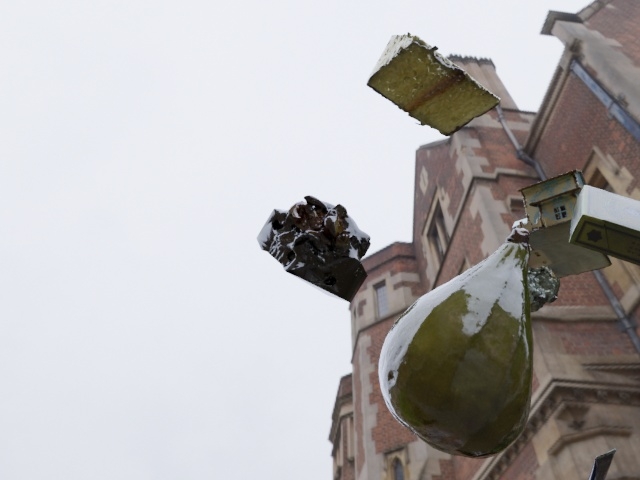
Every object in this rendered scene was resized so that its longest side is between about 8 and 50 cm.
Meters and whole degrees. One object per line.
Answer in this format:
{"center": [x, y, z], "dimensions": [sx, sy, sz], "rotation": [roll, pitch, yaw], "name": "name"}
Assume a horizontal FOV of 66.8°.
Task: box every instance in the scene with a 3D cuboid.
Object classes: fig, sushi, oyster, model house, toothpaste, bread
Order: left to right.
{"center": [0.000, 0.000, 1.254], "dimensions": [0.215, 0.227, 0.212], "rotation": [31, -85, -32], "name": "sushi"}
{"center": [0.246, -0.345, 1.069], "dimensions": [0.266, 0.142, 0.178], "rotation": [27, -44, -24], "name": "bread"}
{"center": [0.113, 0.080, 0.405], "dimensions": [0.126, 0.185, 0.133], "rotation": [-8, -32, 31], "name": "fig"}
{"center": [0.623, 0.136, 1.466], "dimensions": [0.267, 0.112, 0.199], "rotation": [-10, -64, -24], "name": "oyster"}
{"center": [0.535, -0.058, 1.109], "dimensions": [0.178, 0.207, 0.271], "rotation": [-22, -40, 38], "name": "model house"}
{"center": [0.464, 0.388, 0.808], "dimensions": [0.037, 0.021, 0.140], "rotation": [-18, -53, -8], "name": "toothpaste"}

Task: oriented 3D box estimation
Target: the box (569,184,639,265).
{"center": [0.537, -0.011, 0.803], "dimensions": [0.220, 0.141, 0.064], "rotation": [21, -55, 20], "name": "box"}
